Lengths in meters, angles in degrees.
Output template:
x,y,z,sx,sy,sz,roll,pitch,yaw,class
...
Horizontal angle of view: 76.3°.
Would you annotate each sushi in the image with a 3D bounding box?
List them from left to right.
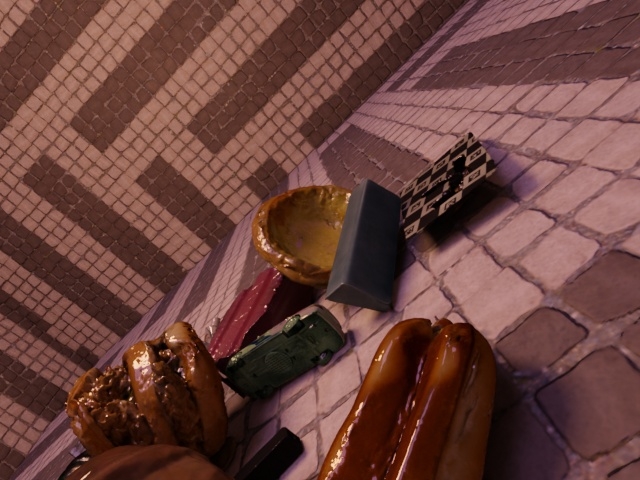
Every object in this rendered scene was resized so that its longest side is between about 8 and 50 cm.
x,y,z,sx,sy,sz,roll,pitch,yaw,class
0.235,-0.095,0.745,0.192,0.043,0.279,-42,11,22,sushi

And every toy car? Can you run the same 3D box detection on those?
x,y,z,sx,sy,sz,roll,pitch,yaw,class
-0.064,0.189,0.707,0.224,0.090,0.076,-36,18,21,toy car

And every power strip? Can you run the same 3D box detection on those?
x,y,z,sx,sy,sz,roll,pitch,yaw,class
-0.074,0.307,0.556,0.111,0.038,0.029,-45,16,-1,power strip

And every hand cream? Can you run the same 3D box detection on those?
x,y,z,sx,sy,sz,roll,pitch,yaw,class
-0.325,0.320,1.118,0.084,0.050,0.256,-36,25,34,hand cream

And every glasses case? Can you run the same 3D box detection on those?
x,y,z,sx,sy,sz,roll,pitch,yaw,class
0.085,-0.005,0.722,0.056,0.105,0.266,96,-173,-47,glasses case

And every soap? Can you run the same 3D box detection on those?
x,y,z,sx,sy,sz,roll,pitch,yaw,class
-0.130,0.182,0.854,0.182,0.112,0.289,-34,20,36,soap

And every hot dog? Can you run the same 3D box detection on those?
x,y,z,sx,sy,sz,roll,pitch,yaw,class
0.071,0.204,0.349,0.135,0.100,0.337,-12,37,48,hot dog

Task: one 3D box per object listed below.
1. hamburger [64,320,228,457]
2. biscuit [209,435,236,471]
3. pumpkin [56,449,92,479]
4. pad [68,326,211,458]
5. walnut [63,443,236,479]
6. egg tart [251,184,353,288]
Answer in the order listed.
x,y,z,sx,sy,sz,roll,pitch,yaw,class
-0.264,0.271,0.656,0.211,0.245,0.260,-24,-30,-26,hamburger
-0.186,0.390,0.666,0.147,0.018,0.071,-55,16,-25,biscuit
-0.421,0.480,0.744,0.202,0.140,0.201,-167,90,-85,pumpkin
-0.414,0.393,1.005,0.248,0.007,0.367,10,50,31,pad
-0.203,0.352,0.435,0.273,0.227,0.273,-42,11,10,walnut
0.000,0.000,0.836,0.123,0.294,0.294,92,-161,-43,egg tart
